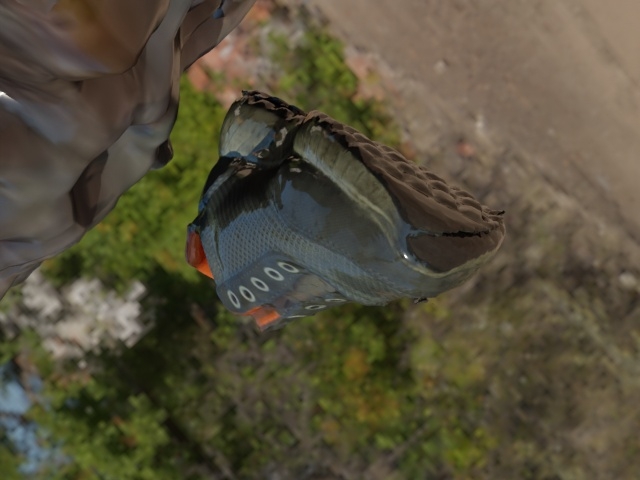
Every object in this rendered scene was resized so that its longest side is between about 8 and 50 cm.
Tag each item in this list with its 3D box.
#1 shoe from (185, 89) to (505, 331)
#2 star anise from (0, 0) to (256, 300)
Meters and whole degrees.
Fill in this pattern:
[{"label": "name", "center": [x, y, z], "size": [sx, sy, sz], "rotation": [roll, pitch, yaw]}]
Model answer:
[{"label": "shoe", "center": [0.000, 0.001, 0.541], "size": [0.074, 0.077, 0.194], "rotation": [27, -177, -20]}, {"label": "star anise", "center": [-0.090, -0.076, 0.417], "size": [0.139, 0.359, 0.316], "rotation": [39, -173, -3]}]
